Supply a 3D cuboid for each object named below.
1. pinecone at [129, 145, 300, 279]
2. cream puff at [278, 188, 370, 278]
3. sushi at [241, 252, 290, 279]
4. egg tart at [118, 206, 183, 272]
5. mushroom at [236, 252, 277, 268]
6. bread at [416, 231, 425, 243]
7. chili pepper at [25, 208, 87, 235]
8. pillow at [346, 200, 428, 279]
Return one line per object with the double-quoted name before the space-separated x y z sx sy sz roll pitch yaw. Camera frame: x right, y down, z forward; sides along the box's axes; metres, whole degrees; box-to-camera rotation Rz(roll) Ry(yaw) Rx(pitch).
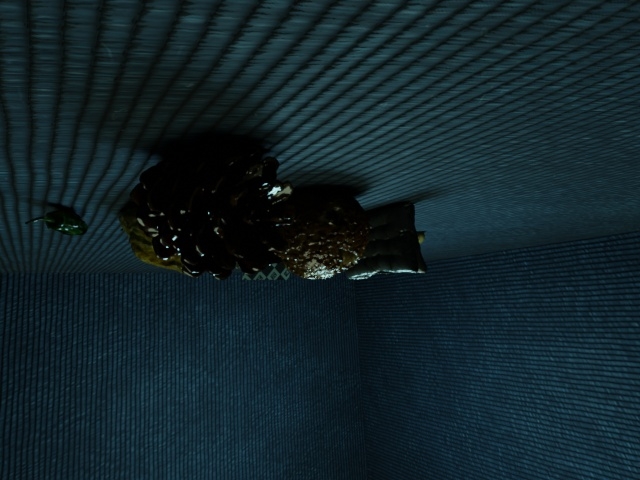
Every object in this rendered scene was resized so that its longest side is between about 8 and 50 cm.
"pinecone" -0.187 -0.046 0.800 0.295 0.243 0.298 -7 165 35
"cream puff" 0.000 0.000 1.154 0.302 0.213 0.303 -5 157 -2
"sushi" -0.194 0.038 1.546 0.047 0.220 0.231 21 -170 42
"egg tart" -0.428 0.010 1.198 0.351 0.153 0.339 20 169 -14
"mushroom" -0.287 0.046 1.661 0.277 0.146 0.278 1 -178 0
"bread" 0.428 -0.007 1.904 0.115 0.056 0.082 -3 171 -1
"chili pepper" -0.728 -0.052 1.153 0.122 0.065 0.278 -3 176 -25
"pillow" 0.197 0.015 1.390 0.101 0.229 0.326 -3 173 -45
